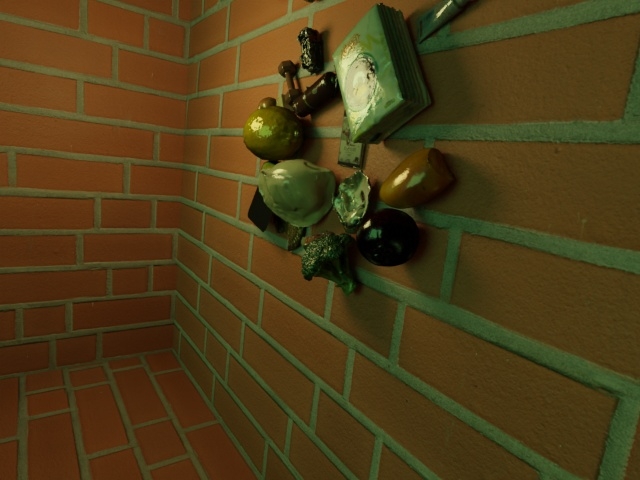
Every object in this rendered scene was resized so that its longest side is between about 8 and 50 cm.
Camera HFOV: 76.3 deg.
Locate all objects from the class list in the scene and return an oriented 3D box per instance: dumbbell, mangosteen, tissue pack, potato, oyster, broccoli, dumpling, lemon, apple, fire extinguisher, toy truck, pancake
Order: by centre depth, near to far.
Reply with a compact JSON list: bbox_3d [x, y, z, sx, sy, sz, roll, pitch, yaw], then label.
[{"bbox_3d":[0.240,-0.018,1.415,0.216,0.216,0.215,2,92,54],"label":"mangosteen"},{"bbox_3d":[0.205,-0.584,1.467,0.287,0.162,0.387,-30,68,51],"label":"tissue pack"},{"bbox_3d":[0.141,-0.156,1.631,0.223,0.083,0.214,-36,66,45],"label":"oyster"},{"bbox_3d":[0.046,0.108,1.666,0.254,0.269,0.268,-45,55,56],"label":"broccoli"},{"bbox_3d":[-0.001,-0.664,1.794,0.341,0.105,0.141,-15,80,56],"label":"fire extinguisher"},{"bbox_3d":[-0.118,-0.208,1.850,0.396,0.233,0.315,7,110,22],"label":"dumpling"},{"bbox_3d":[-0.042,-0.865,1.865,0.083,0.092,0.191,-3,96,55],"label":"toy truck"},{"bbox_3d":[-0.221,-0.520,1.978,0.316,0.285,0.285,-22,71,30],"label":"lemon"},{"bbox_3d":[-0.148,-0.779,2.015,0.082,0.092,0.230,-20,73,23],"label":"dumbbell"},{"bbox_3d":[-0.184,-0.682,2.087,0.086,0.061,0.122,-28,67,53],"label":"potato"},{"bbox_3d":[-0.161,-0.088,2.093,0.288,0.033,0.285,-2,91,54],"label":"pancake"},{"bbox_3d":[-0.279,-0.703,2.180,0.126,0.102,0.125,3,94,53],"label":"apple"}]

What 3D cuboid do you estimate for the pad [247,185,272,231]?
[{"bbox_3d":[-0.282,-0.223,2.238,0.375,0.063,0.314,39,110,59],"label":"pad"}]

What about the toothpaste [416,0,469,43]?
[{"bbox_3d":[0.387,-0.730,1.311,0.234,0.057,0.089,-7,83,60],"label":"toothpaste"}]

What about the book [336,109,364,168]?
[{"bbox_3d":[0.132,-0.421,1.685,0.158,0.026,0.230,25,111,51],"label":"book"}]

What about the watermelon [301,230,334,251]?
[{"bbox_3d":[-0.024,0.000,1.845,0.158,0.121,0.097,-60,24,29],"label":"watermelon"}]

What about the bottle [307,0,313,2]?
[{"bbox_3d":[-0.022,-1.240,1.770,0.347,0.169,0.168,-54,49,33],"label":"bottle"}]

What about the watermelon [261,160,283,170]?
[{"bbox_3d":[-0.209,-0.336,2.072,0.301,0.123,0.129,31,111,43],"label":"watermelon"}]

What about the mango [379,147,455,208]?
[{"bbox_3d":[0.297,-0.190,1.361,0.257,0.138,0.187,-37,46,37],"label":"mango"}]
